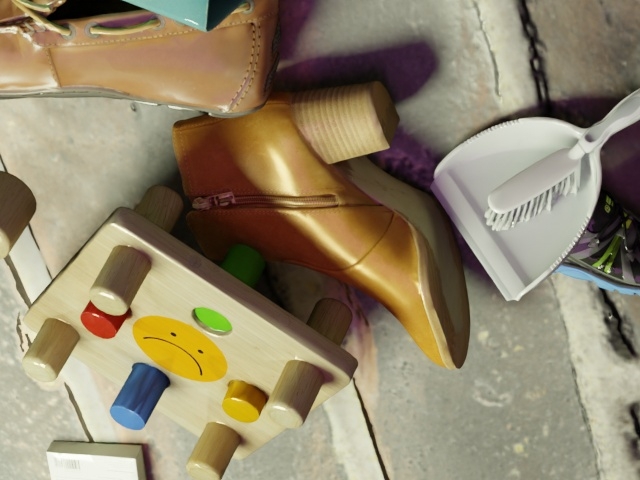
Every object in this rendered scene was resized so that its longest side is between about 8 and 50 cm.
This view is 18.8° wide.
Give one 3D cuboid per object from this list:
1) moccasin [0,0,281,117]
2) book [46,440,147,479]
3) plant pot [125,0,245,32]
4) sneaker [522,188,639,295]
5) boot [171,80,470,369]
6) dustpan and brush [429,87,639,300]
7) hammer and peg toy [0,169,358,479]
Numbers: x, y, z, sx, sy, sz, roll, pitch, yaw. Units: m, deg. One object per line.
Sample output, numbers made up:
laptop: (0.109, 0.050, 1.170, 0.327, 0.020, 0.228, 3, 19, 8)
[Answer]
moccasin: (-0.223, -0.192, 1.622, 0.380, 0.139, 0.147, 7, 117, 8)
book: (-0.222, 0.272, 1.964, 0.096, 0.035, 0.144, 3, 121, 12)
plant pot: (-0.153, -0.298, 1.533, 0.234, 0.166, 0.165, 18, 124, 16)
sneaker: (0.253, -0.003, 1.689, 0.188, 0.067, 0.078, 11, 126, 6)
boot: (-0.001, 0.000, 1.729, 0.211, 0.104, 0.295, -13, 113, 23)
dustpan and brush: (0.209, -0.065, 1.647, 0.211, 0.147, 0.060, -33, 154, 1)
hammer and peg toy: (-0.169, 0.062, 1.733, 0.361, 0.127, 0.266, 33, 146, -10)
